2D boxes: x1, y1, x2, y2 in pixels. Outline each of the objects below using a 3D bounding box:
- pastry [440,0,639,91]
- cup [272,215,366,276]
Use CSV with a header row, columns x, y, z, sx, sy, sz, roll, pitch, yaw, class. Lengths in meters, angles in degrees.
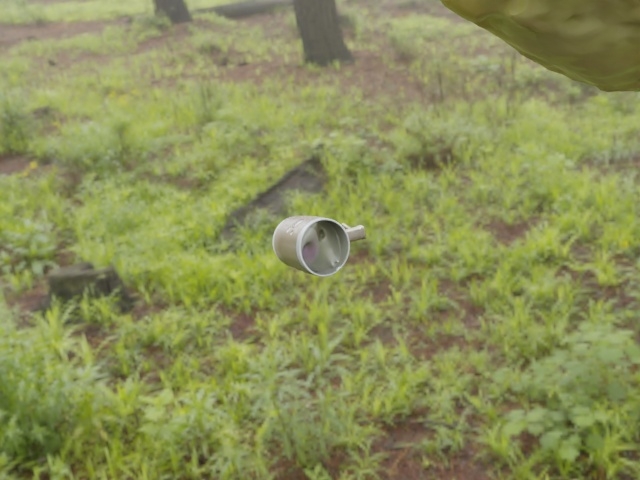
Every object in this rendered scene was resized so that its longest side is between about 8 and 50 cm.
x,y,z,sx,sy,sz,roll,pitch,yaw,class
0.190,-0.293,0.564,0.312,0.388,0.388,-44,-5,33,pastry
-0.005,-0.005,1.158,0.102,0.074,0.099,-44,22,-16,cup
